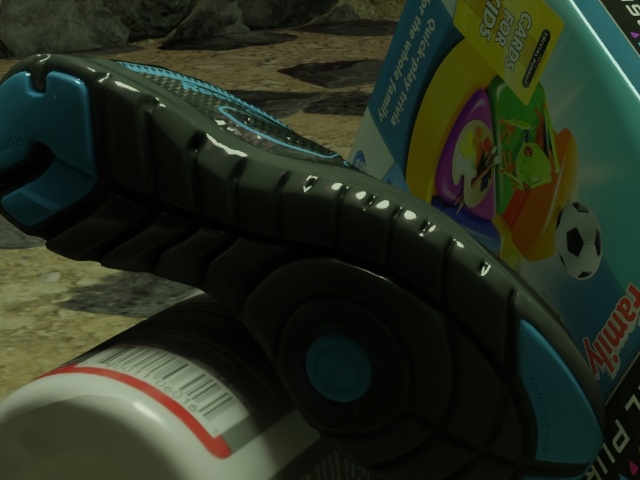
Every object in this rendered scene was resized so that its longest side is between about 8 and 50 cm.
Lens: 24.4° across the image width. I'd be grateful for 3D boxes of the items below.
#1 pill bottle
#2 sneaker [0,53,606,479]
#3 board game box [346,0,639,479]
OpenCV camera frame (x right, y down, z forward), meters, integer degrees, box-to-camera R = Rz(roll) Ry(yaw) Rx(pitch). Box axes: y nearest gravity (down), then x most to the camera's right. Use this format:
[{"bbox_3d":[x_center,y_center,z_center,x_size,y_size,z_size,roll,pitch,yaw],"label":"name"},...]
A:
[{"bbox_3d":[-0.049,0.109,0.819,0.161,0.161,0.283,8,17,26],"label":"pill bottle"},{"bbox_3d":[0.000,0.000,0.738,0.341,0.125,0.139,34,22,12],"label":"sneaker"},{"bbox_3d":[0.134,0.002,0.761,0.079,0.254,0.336,-8,51,-25],"label":"board game box"}]
